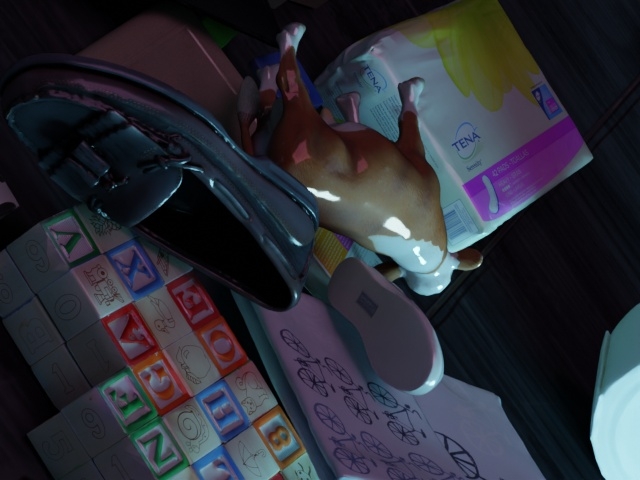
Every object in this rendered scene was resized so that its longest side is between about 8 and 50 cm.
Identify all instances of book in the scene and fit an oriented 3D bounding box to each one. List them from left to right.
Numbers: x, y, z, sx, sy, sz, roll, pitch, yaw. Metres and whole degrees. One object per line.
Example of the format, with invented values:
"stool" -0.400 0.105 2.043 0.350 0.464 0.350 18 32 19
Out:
"book" 0.000 0.000 1.757 0.144 0.035 0.096 50 33 -12

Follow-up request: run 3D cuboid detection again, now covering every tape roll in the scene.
"tape roll" 0.413 0.173 1.907 0.286 0.286 0.100 42 39 -21

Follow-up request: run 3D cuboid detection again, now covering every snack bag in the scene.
"snack bag" 0.090 0.164 1.609 0.342 0.037 0.323 28 17 -31

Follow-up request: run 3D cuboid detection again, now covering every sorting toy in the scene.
"sorting toy" -0.121 -0.107 1.682 0.196 0.047 0.347 50 35 -3

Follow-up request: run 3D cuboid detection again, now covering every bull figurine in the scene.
"bull figurine" 0.035 -0.065 1.711 0.310 0.101 0.188 23 52 -53

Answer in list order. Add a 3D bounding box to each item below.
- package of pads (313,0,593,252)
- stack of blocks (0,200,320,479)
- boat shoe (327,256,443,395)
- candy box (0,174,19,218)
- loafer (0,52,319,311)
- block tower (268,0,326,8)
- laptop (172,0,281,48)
"package of pads" 0.139 -0.126 1.958 0.229 0.101 0.296 58 35 -1
"stack of blocks" -0.136 0.118 1.454 0.297 0.087 0.171 58 34 1
"boat shoe" 0.066 0.079 1.637 0.063 0.066 0.184 25 9 -34
"candy box" -0.343 -0.046 1.344 0.233 0.071 0.159 -27 85 -54
"loafer" -0.113 -0.040 1.442 0.302 0.109 0.095 29 46 -38
"block tower" -0.042 -0.394 1.951 0.097 0.091 0.336 12 56 -45
"laptop" -0.119 -0.337 1.756 0.234 0.136 0.264 21 32 -34
